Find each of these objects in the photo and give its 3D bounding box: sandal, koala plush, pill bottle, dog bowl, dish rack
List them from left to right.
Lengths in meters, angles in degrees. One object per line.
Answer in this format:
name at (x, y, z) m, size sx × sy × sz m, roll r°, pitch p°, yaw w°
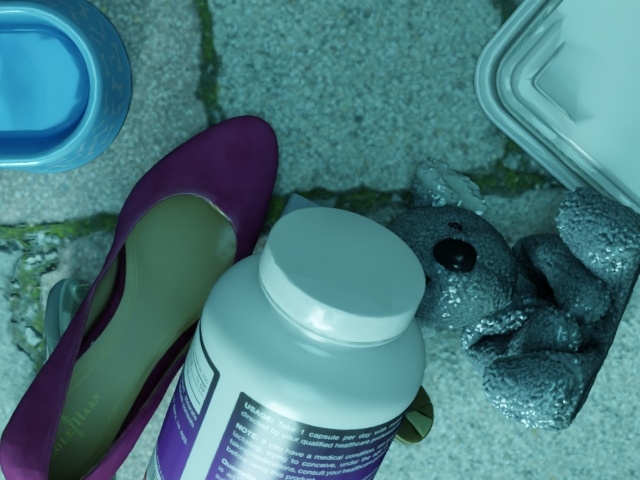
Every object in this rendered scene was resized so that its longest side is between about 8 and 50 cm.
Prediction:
dog bowl at (-0.316, -0.134, 1.161) m, size 0.297 × 0.074 × 0.166 m, roll -1°, pitch 99°, yaw 0°
pill bottle at (-0.028, 0.135, 1.092) m, size 0.181 × 0.181 × 0.323 m, roll 21°, pitch 126°, yaw -3°
sandal at (0.035, 0.106, 1.204) m, size 0.072 × 0.049 × 0.180 m, roll -31°, pitch 87°, yaw -29°
koala plush at (0.144, 0.042, 1.149) m, size 0.221 × 0.203 × 0.196 m, roll 23°, pitch 83°, yaw 15°
dish rack at (0.331, -0.130, 1.158) m, size 0.333 × 0.072 × 0.285 m, roll 41°, pitch 98°, yaw -4°

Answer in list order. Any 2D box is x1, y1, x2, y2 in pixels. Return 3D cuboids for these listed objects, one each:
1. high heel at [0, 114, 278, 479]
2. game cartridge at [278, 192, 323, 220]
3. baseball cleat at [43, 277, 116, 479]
high heel at (-0.126, 0.052, 1.097) m, size 0.127 × 0.181 × 0.377 m, roll 33°, pitch 79°, yaw -18°
game cartridge at (0.000, 0.000, 1.197) m, size 0.083 × 0.017 × 0.056 m, roll 27°, pitch 75°, yaw -4°
baseball cleat at (-0.241, 0.140, 1.206) m, size 0.109 × 0.072 × 0.206 m, roll -9°, pitch 85°, yaw 23°
